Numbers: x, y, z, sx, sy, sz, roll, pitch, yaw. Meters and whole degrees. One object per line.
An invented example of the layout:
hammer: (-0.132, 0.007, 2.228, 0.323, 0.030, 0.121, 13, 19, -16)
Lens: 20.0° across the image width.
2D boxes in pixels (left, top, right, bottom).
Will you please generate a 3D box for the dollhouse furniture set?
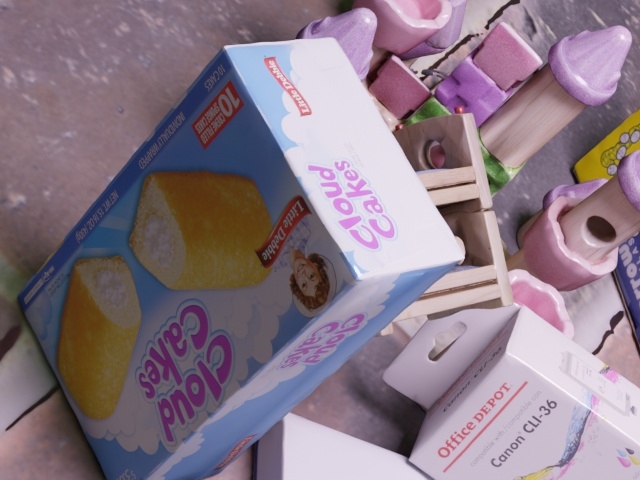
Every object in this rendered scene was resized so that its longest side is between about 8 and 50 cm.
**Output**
dollhouse furniture set: (0.000, 0.000, 1.151, 0.129, 0.184, 0.129, -10, 87, -46)

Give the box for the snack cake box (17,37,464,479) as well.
snack cake box: (-0.055, 0.022, 1.049, 0.089, 0.264, 0.152, -11, 65, -44)

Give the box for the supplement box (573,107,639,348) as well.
supplement box: (0.427, -0.014, 1.538, 0.357, 0.195, 0.194, 7, 53, -36)

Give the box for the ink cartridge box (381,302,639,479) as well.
ink cartridge box: (0.140, 0.126, 1.185, 0.198, 0.115, 0.067, 35, 30, -4)

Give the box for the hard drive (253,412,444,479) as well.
hard drive: (0.099, 0.252, 1.162, 0.319, 0.040, 0.210, 23, 45, -24)

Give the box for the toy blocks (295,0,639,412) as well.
toy blocks: (0.129, -0.094, 1.304, 0.288, 0.260, 0.309, 45, 40, 0)
